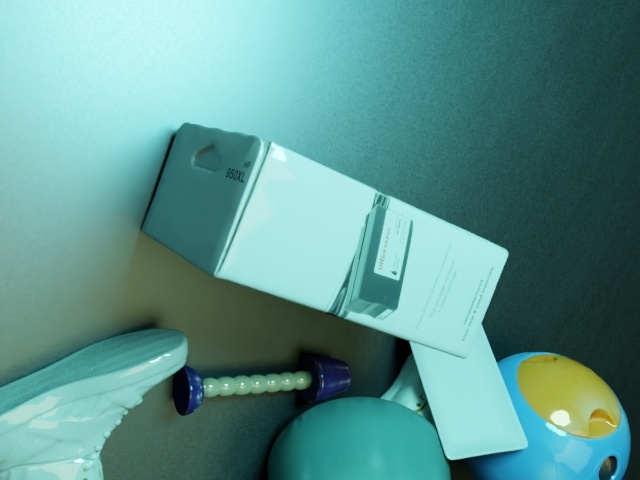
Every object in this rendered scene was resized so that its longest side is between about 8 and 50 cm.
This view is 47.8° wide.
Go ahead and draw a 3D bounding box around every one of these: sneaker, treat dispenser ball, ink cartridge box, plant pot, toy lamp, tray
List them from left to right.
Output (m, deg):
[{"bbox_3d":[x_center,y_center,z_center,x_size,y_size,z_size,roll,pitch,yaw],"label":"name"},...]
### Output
[{"bbox_3d":[-0.296,0.238,0.953,0.292,0.108,0.169,-22,113,-15],"label":"sneaker"},{"bbox_3d":[-0.079,0.213,1.088,0.274,0.080,0.080,2,99,-32],"label":"toy lamp"},{"bbox_3d":[0.000,0.000,0.968,0.394,0.285,0.166,22,89,-32],"label":"ink cartridge box"},{"bbox_3d":[0.063,0.417,1.052,0.292,0.235,0.293,0,113,-1],"label":"plant pot"},{"bbox_3d":[0.180,0.276,1.233,0.290,0.123,0.106,-46,117,-16],"label":"sneaker"},{"bbox_3d":[0.229,0.228,1.197,0.145,0.271,0.030,-3,144,-16],"label":"tray"},{"bbox_3d":[0.391,0.342,1.276,0.288,0.288,0.288,-7,104,-30],"label":"treat dispenser ball"}]
